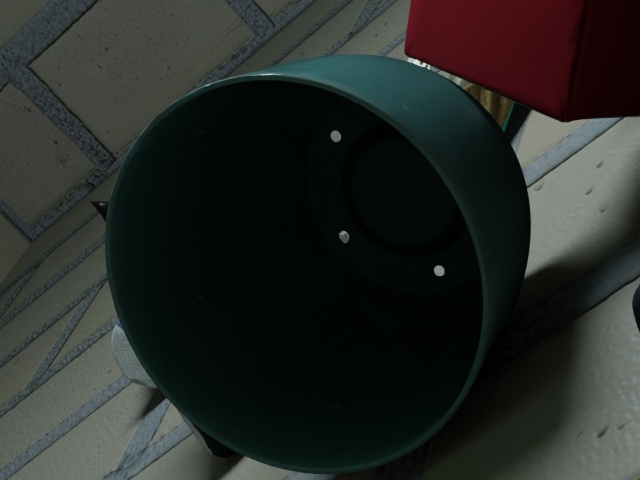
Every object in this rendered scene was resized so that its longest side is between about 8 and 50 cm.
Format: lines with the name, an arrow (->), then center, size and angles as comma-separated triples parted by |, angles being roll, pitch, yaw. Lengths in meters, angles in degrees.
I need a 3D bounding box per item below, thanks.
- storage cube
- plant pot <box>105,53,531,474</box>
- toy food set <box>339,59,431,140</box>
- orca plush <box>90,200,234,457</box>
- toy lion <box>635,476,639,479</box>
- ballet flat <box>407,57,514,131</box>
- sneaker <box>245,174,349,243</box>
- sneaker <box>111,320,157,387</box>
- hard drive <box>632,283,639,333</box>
storage cube -> 0.197, -0.207, 1.380 | 0.183, 0.193, 0.215 | -6, 23, -37
plant pot -> 0.025, -0.006, 1.397 | 0.293, 0.293, 0.235 | -37, -1, 30
toy food set -> 0.088, -0.081, 1.722 | 0.132, 0.038, 0.192 | -43, 51, 11
orca plush -> -0.109, 0.056, 1.735 | 0.102, 0.151, 0.287 | -34, 46, 14
toy lion -> 0.161, 0.152, 0.976 | 0.100, 0.034, 0.096 | -40, 5, 17
ballet flat -> 0.153, -0.177, 1.896 | 0.116, 0.124, 0.342 | -34, 15, 43
sneaker -> -0.022, 0.004, 1.624 | 0.121, 0.262, 0.099 | -39, 51, -17
sneaker -> -0.125, 0.019, 2.132 | 0.315, 0.127, 0.182 | -46, 14, -2
hard drive -> 0.297, -0.034, 1.100 | 0.255, 0.054, 0.172 | -47, 13, -16
